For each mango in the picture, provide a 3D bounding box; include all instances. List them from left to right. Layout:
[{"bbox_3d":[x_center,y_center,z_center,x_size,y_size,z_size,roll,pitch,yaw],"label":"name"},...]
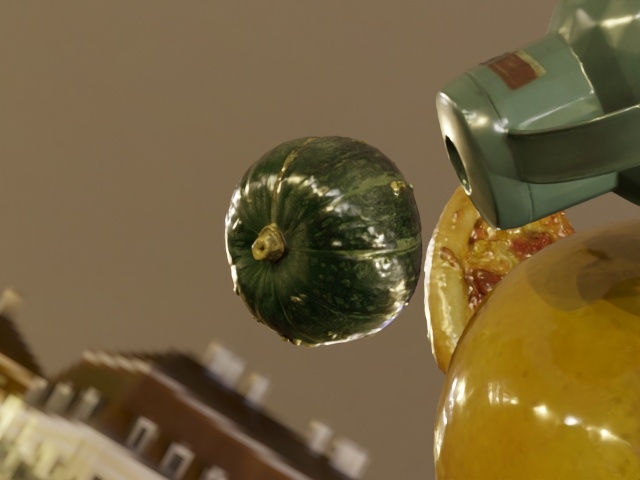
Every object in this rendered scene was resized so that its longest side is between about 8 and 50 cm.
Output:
[{"bbox_3d":[0.232,0.118,1.104,0.232,0.445,0.300,-38,-97,31],"label":"mango"}]

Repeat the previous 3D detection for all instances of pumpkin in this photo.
[{"bbox_3d":[0.001,0.000,1.630,0.146,0.190,0.190,-12,2,-25],"label":"pumpkin"}]

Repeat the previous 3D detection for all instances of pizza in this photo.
[{"bbox_3d":[0.221,0.038,2.064,0.226,0.336,0.086,31,-36,-14],"label":"pizza"}]

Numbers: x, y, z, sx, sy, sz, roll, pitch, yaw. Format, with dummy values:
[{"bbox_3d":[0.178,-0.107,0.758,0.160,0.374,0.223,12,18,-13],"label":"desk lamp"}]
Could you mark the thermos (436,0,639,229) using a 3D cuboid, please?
[{"bbox_3d":[0.201,-0.088,0.925,0.182,0.286,0.145,-142,-152,-76],"label":"thermos"}]
